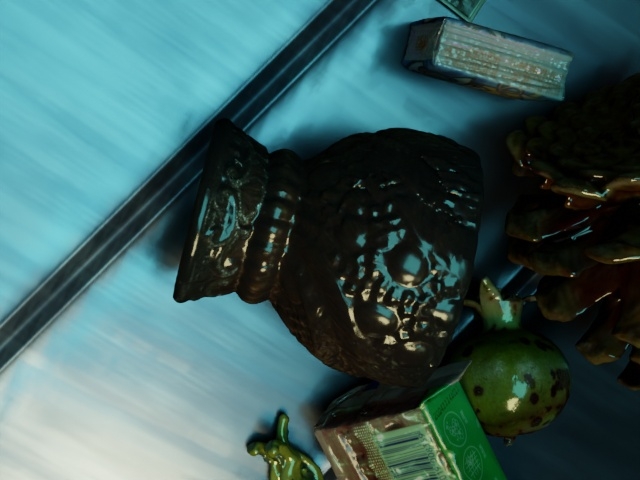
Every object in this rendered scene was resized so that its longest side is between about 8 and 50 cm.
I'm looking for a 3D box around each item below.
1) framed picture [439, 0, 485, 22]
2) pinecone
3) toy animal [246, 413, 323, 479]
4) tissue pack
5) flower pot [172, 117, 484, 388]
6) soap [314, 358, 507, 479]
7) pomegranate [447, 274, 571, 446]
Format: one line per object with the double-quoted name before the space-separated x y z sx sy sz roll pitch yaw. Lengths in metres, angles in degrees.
"framed picture" 0.168 -0.298 1.255 0.066 0.007 0.089 34 88 -16
"pinecone" 0.385 0.000 1.187 0.384 0.384 0.384 -2 98 -14
"toy animal" -0.050 0.302 1.255 0.136 0.073 0.181 43 73 -24
"tissue pack" 0.180 -0.195 1.216 0.155 0.115 0.065 11 95 -14
"flower pot" 0.000 0.000 1.133 0.267 0.266 0.266 12 94 -5
"soap" 0.123 0.279 1.226 0.098 0.218 0.273 -38 104 -49
"pomegranate" 0.208 0.142 1.268 0.148 0.148 0.169 2 60 -15
